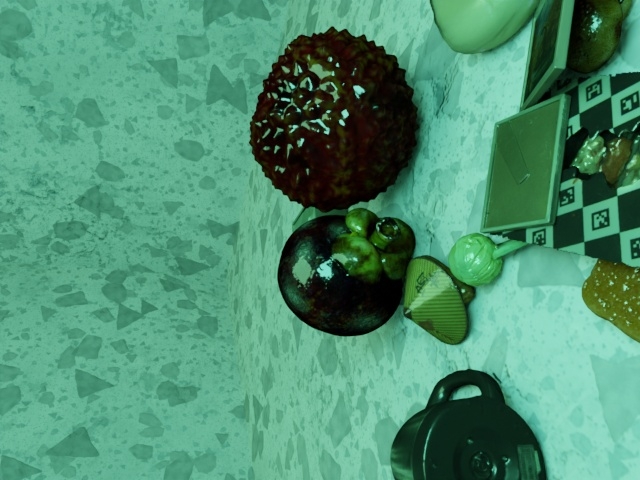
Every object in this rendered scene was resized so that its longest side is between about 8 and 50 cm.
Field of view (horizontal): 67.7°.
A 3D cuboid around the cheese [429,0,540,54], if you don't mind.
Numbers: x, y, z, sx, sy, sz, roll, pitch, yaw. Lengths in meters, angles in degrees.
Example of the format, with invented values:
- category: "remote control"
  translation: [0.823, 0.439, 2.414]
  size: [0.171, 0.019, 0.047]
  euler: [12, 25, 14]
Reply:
- category: "cheese"
  translation: [0.312, -0.494, 0.890]
  size: [0.233, 0.127, 0.266]
  euler: [136, 134, -55]

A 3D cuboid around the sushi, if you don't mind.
- category: "sushi"
  translation: [0.390, -0.102, 0.667]
  size: [0.290, 0.050, 0.264]
  euler: [-148, 75, -68]

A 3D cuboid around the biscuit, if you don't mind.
- category: "biscuit"
  translation: [0.424, 0.040, 0.569]
  size: [0.192, 0.036, 0.186]
  euler: [-129, 52, -62]

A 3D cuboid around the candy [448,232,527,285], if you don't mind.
- category: "candy"
  translation: [0.340, -0.007, 0.776]
  size: [0.092, 0.093, 0.335]
  euler: [51, 142, -2]

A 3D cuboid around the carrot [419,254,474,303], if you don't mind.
- category: "carrot"
  translation: [0.250, 0.078, 0.980]
  size: [0.186, 0.060, 0.060]
  euler: [-137, 56, -65]

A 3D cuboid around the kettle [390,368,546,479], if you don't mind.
- category: "kettle"
  translation: [0.208, 0.361, 0.824]
  size: [0.271, 0.207, 0.251]
  euler: [123, 141, -63]

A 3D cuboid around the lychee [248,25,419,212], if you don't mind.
- category: "lychee"
  translation: [0.028, -0.276, 1.182]
  size: [0.500, 0.424, 0.425]
  euler: [99, 171, -72]

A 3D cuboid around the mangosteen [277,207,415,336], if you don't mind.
- category: "mangosteen"
  translation: [0.060, 0.070, 1.135]
  size: [0.330, 0.329, 0.331]
  euler: [-174, 90, -69]

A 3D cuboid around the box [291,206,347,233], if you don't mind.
- category: "box"
  translation: [0.000, 0.000, 1.569]
  size: [0.225, 0.117, 0.225]
  euler: [130, 140, -56]

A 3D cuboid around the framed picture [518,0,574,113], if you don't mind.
- category: "framed picture"
  translation: [0.343, -0.308, 0.722]
  size: [0.250, 0.016, 0.184]
  euler: [-7, -76, -78]

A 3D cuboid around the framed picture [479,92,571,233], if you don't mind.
- category: "framed picture"
  translation: [0.322, -0.115, 0.760]
  size: [0.150, 0.015, 0.203]
  euler: [166, 117, -67]

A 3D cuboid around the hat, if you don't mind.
- category: "hat"
  translation: [0.201, 0.133, 0.960]
  size: [0.193, 0.082, 0.193]
  euler: [52, 153, 42]

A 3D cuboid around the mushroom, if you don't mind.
- category: "mushroom"
  translation: [0.396, -0.308, 0.700]
  size: [0.127, 0.087, 0.127]
  euler: [1, -90, -87]
